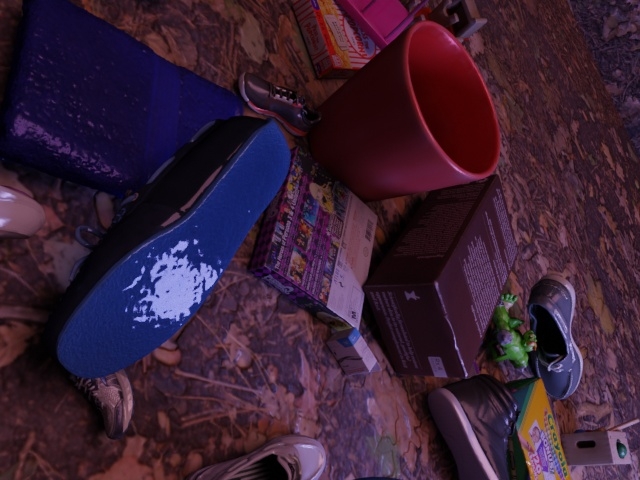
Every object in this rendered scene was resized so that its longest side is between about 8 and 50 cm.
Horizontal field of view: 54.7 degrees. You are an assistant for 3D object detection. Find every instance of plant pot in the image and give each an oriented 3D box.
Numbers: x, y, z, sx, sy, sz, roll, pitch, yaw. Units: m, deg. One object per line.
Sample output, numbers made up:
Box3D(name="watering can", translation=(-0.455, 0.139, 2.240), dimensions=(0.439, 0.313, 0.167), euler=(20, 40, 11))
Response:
Box3D(name="plant pot", translation=(0.129, -0.192, 1.051), dimensions=(0.274, 0.243, 0.275), euler=(22, 59, -42))

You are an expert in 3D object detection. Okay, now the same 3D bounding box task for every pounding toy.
Box3D(name="pounding toy", translation=(0.652, 0.465, 1.429), dimensions=(0.130, 0.141, 0.100), euler=(19, 60, -43))

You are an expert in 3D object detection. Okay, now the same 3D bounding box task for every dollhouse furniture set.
Box3D(name="dollhouse furniture set", translation=(0.257, -0.508, 1.451), dimensions=(0.259, 0.135, 0.262), euler=(-18, 87, -39))

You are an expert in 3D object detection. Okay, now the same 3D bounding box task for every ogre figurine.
Box3D(name="ogre figurine", translation=(0.398, 0.196, 1.304), dimensions=(0.197, 0.096, 0.118), euler=(76, 12, -47))

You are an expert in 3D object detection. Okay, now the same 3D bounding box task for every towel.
Box3D(name="towel", translation=(-0.232, -0.141, 0.765), dimensions=(0.308, 0.076, 0.228), euler=(24, 54, -42))
Box3D(name="towel", translation=(0.297, 0.267, 1.222), dimensions=(0.060, 0.009, 0.083), euler=(-10, 81, -49))

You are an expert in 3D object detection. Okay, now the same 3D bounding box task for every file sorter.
Box3D(name="file sorter", translation=(0.109, -0.558, 1.182), dimensions=(0.291, 0.182, 0.202), euler=(45, 38, -9))

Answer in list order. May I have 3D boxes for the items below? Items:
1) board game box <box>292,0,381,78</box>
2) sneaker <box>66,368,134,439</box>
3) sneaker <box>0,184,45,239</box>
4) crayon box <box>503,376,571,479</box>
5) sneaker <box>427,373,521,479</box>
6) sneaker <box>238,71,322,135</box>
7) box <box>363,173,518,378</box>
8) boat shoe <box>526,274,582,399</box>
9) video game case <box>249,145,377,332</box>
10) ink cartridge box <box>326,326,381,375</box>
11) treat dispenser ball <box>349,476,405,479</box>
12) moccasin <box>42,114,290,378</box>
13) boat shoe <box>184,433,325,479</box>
Box3D(name="board game box", translation=(0.044, -0.387, 1.193), dimensions=(0.193, 0.045, 0.147), euler=(-18, 87, -50))
Box3D(name="sneaker", translation=(-0.238, 0.145, 0.653), dimensions=(0.058, 0.052, 0.135), euler=(-2, 67, -42))
Box3D(name="sneaker", translation=(-0.388, 0.010, 0.514), dimensions=(0.305, 0.114, 0.152), euler=(-5, 92, -45))
Box3D(name="crayon box", translation=(0.406, 0.426, 1.218), dimensions=(0.165, 0.081, 0.279), euler=(-4, 77, -49))
Box3D(name="sneaker", translation=(0.312, 0.372, 1.093), dimensions=(0.146, 0.104, 0.296), euler=(-22, 86, -29))
Box3D(name="sneaker", translation=(-0.059, -0.229, 0.994), dimensions=(0.157, 0.064, 0.061), euler=(26, 56, -39))
Box3D(name="box", translation=(0.235, 0.051, 1.123), dimensions=(0.381, 0.143, 0.191), euler=(-49, 125, -48))
Box3D(name="boat shoe", translation=(0.496, 0.231, 1.348), dimensions=(0.099, 0.116, 0.320), euler=(-37, 125, -39))
Box3D(name="video game case", translation=(0.000, 0.000, 0.979), dimensions=(0.210, 0.041, 0.232), euler=(38, 49, -33))
Box3D(name="ink cartridge box", translation=(0.052, 0.179, 0.955), dimensions=(0.083, 0.048, 0.028), euler=(58, 41, -12))
Box3D(name="treat dispenser ball", translation=(0.067, 0.415, 0.683), dimensions=(0.288, 0.288, 0.288), euler=(22, 58, -41))
Box3D(name="moccasin", translation=(-0.165, -0.003, 0.675), dimensions=(0.342, 0.116, 0.138), euler=(-49, 141, -28))
Box3D(name="boat shoe", translation=(-0.058, 0.294, 0.761), dimensions=(0.226, 0.075, 0.083), euler=(-3, 77, -49))
